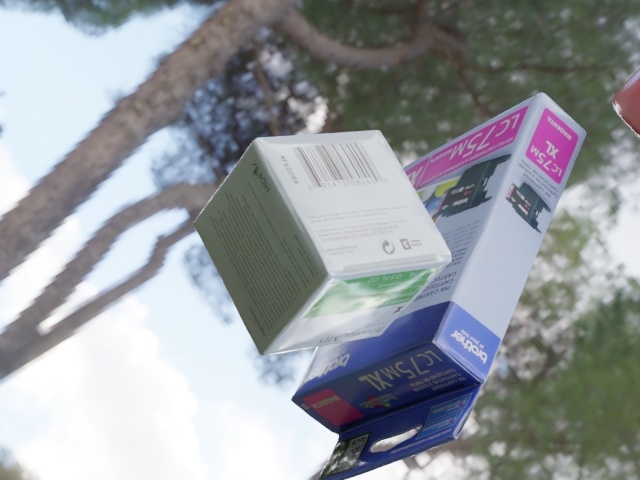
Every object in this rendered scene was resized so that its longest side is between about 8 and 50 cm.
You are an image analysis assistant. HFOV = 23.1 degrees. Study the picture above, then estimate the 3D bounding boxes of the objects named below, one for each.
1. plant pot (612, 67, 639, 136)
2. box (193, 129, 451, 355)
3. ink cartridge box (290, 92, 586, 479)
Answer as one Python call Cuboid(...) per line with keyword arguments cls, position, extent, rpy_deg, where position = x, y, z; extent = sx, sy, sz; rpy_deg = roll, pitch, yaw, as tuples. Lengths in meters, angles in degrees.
Cuboid(cls="plant pot", position=(0.400, -0.123, 1.190), extent=(0.275, 0.275, 0.243), rpy_deg=(42, -73, 27))
Cuboid(cls="box", position=(0.000, 0.000, 0.932), extent=(0.087, 0.101, 0.102), rpy_deg=(-49, -121, 41))
Cuboid(cls="ink cartridge box", position=(0.085, 0.037, 1.223), extent=(0.065, 0.311, 0.186), rpy_deg=(38, -36, -19))
